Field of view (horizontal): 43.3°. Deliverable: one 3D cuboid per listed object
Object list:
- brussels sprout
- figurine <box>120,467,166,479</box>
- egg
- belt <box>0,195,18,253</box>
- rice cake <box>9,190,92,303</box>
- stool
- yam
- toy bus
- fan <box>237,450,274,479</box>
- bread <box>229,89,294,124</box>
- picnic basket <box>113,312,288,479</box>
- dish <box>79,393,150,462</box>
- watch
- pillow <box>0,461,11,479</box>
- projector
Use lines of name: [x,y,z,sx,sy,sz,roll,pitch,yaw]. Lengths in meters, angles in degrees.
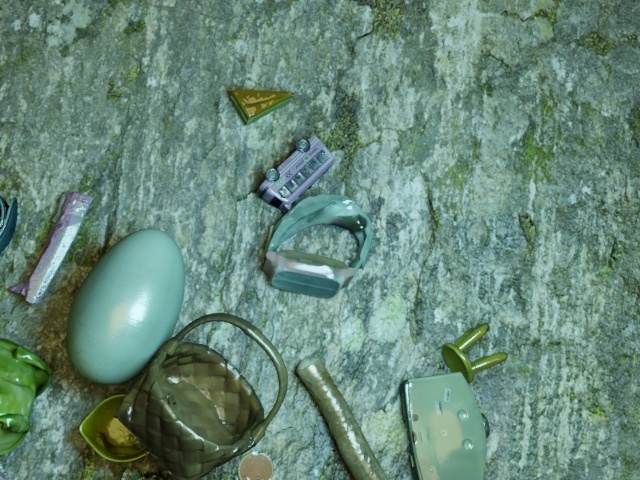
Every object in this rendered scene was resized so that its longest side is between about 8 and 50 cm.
brussels sprout: [-0.722,0.334,1.706,0.295,0.227,0.259,-10,48,-12]
figurine: [-0.397,0.546,1.809,0.106,0.047,0.059,21,96,-1]
egg: [-0.428,0.144,1.806,0.230,0.230,0.370,23,69,-3]
belt: [-0.820,-0.033,1.844,0.268,0.116,0.206,-32,79,-12]
rice cake: [-0.630,0.012,1.896,0.081,0.051,0.290,25,74,-3]
stool: [0.371,0.273,1.961,0.111,0.135,0.134,-27,127,-17]
yam: [0.049,0.433,1.889,0.081,0.081,0.356,-29,82,-14]
toy bus: [-0.063,-0.164,2.006,0.108,0.096,0.199,45,71,-1]
fan: [-0.166,0.550,1.865,0.085,0.005,0.133,41,73,1]
bread: [-0.149,-0.365,2.049,0.139,0.074,0.084,-30,86,-13]
picnic basket: [-0.218,0.311,1.722,0.293,0.337,0.337,45,74,2]
dish: [-0.432,0.424,1.815,0.208,0.080,0.148,3,73,-7]
watch: [0.000,0.000,1.952,0.254,0.161,0.241,12,68,-8]
pillow: [-0.757,0.494,1.766,0.118,0.043,0.185,-29,83,-12]
projector: [0.299,0.454,1.917,0.194,0.088,0.269,-6,79,-11]
